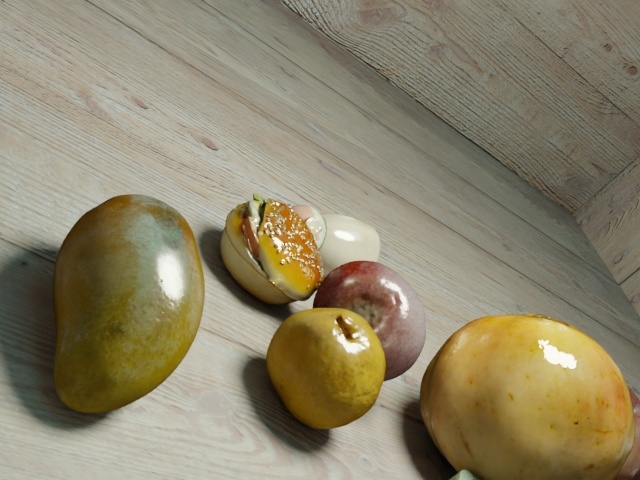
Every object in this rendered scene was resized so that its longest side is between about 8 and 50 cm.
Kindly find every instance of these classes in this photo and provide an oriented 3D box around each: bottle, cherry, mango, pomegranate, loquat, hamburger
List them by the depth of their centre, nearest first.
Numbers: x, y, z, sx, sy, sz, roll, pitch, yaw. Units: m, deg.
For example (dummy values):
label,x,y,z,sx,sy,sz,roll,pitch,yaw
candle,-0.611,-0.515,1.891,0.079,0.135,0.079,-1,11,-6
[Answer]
label,x,y,z,sx,sy,sz,roll,pitch,yaw
mango,-0.276,0.079,1.347,0.221,0.199,0.384,41,34,-24
loquat,0.010,0.212,1.609,0.208,0.208,0.208,37,23,-19
cherry,0.100,0.154,1.806,0.239,0.206,0.239,43,9,-8
hamburger,-0.087,0.022,1.823,0.237,0.147,0.237,36,30,-25
pomegranate,0.399,0.341,1.844,0.411,0.411,0.411,37,23,-19
bottle,0.000,0.000,2.023,0.236,0.147,0.148,23,31,-35

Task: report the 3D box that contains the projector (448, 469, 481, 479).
label,x,y,z,sx,sy,sz,roll,pitch,yaw
projector,0.307,0.562,1.637,0.259,0.079,0.257,38,32,-7

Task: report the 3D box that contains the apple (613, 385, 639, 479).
label,x,y,z,sx,sy,sz,roll,pitch,yaw
apple,0.652,0.449,2.251,0.305,0.235,0.306,35,25,-19
